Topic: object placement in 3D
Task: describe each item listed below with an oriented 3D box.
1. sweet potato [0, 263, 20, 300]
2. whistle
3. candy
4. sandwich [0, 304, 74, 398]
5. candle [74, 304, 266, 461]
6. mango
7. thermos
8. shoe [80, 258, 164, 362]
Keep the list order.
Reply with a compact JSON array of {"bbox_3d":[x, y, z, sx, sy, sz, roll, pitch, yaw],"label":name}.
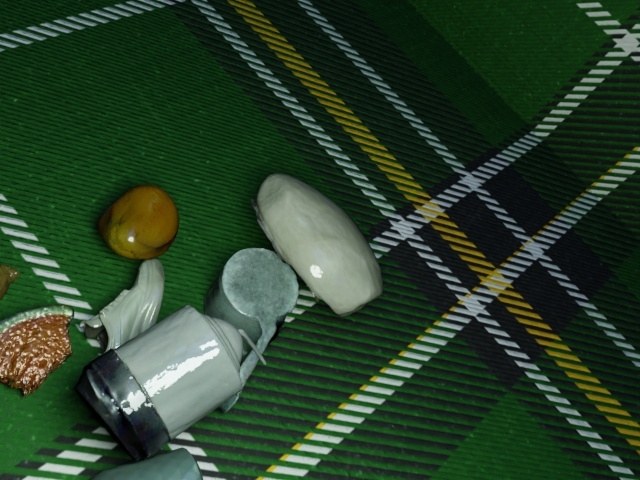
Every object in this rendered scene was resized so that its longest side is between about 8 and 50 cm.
[{"bbox_3d":[-0.801,0.135,1.452,0.423,0.130,0.130,-23,71,-37],"label":"sweet potato"},{"bbox_3d":[-0.159,0.199,1.730,0.188,0.168,0.404,8,59,-22],"label":"whistle"},{"bbox_3d":[0.000,0.000,1.848,0.427,0.186,0.386,52,8,23],"label":"candy"},{"bbox_3d":[-0.608,0.219,1.540,0.159,0.079,0.235,45,52,-7],"label":"sandwich"},{"bbox_3d":[-0.285,0.258,1.465,0.343,0.221,0.221,-34,77,-22],"label":"candle"},{"bbox_3d":[-0.420,-0.038,1.755,0.166,0.136,0.236,40,30,-5],"label":"mango"},{"bbox_3d":[-0.372,0.516,1.421,0.287,0.145,0.182,-10,97,-31],"label":"thermos"},{"bbox_3d":[-0.440,0.176,1.625,0.159,0.124,0.316,12,57,-19],"label":"shoe"}]
